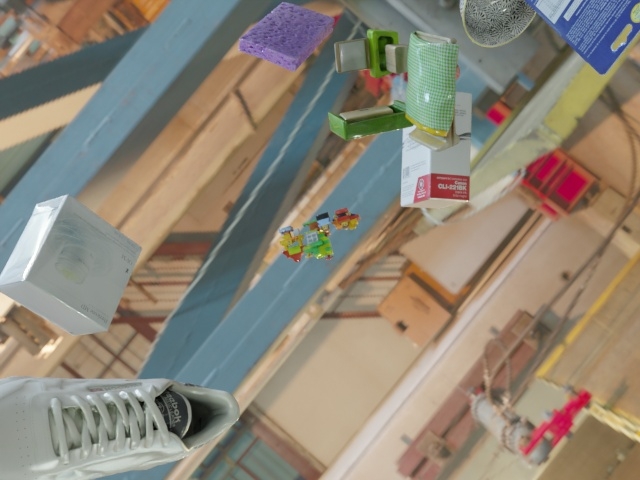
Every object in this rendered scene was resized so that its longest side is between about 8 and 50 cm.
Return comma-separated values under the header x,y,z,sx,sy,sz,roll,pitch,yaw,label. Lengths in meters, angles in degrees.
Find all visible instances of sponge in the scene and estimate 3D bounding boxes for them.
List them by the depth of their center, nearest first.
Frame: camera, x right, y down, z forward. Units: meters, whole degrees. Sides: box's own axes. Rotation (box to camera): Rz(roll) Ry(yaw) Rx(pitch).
x,y,z,sx,sy,sz,roll,pitch,yaw,label
-0.061,-0.395,1.526,0.117,0.210,0.031,21,131,9,sponge

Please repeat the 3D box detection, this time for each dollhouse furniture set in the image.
x,y,z,sx,sy,sz,roll,pitch,yaw,label
0.126,-0.281,1.480,0.301,0.151,0.197,-134,35,-64,dollhouse furniture set

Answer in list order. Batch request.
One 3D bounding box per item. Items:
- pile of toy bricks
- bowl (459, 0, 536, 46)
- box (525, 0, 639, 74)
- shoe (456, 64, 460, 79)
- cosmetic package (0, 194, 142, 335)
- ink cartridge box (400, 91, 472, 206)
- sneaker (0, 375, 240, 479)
x,y,z,sx,sy,sz,roll,pitch,yaw,label
0.000,0.000,1.959,0.118,0.212,0.105,29,-135,-77,pile of toy bricks
0.328,-0.466,1.522,0.170,0.170,0.080,41,-168,-42,bowl
0.412,-0.379,1.240,0.225,0.037,0.136,56,141,23,box
0.249,-0.358,1.613,0.063,0.081,0.178,47,153,12,shoe
-0.551,0.059,1.759,0.138,0.224,0.224,-10,141,39,cosmetic package
0.289,-0.226,2.005,0.114,0.272,0.197,2,176,-14,ink cartridge box
-0.164,0.135,0.589,0.235,0.095,0.090,5,-109,-56,sneaker
